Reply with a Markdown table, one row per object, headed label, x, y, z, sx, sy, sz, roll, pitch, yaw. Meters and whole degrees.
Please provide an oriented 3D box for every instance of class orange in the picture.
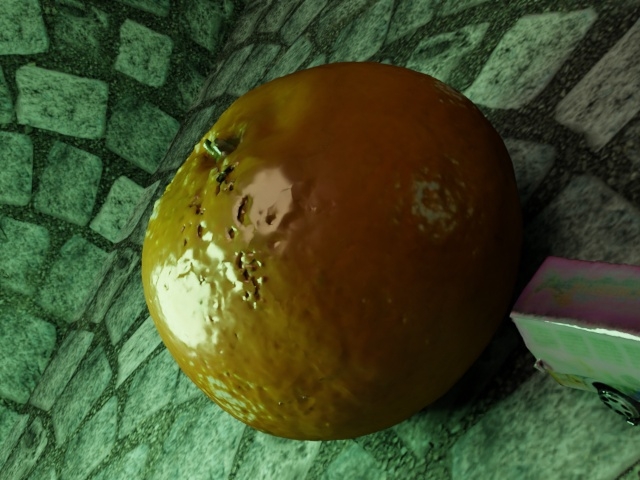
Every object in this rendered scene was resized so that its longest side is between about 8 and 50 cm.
| label | x | y | z | sx | sy | sz | roll | pitch | yaw |
| --- | --- | --- | --- | --- | --- | --- | --- | --- | --- |
| orange | 0.000 | 0.000 | 0.904 | 0.424 | 0.326 | 0.424 | -39 | 31 | 28 |

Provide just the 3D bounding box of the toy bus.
| label | x | y | z | sx | sy | sz | roll | pitch | yaw |
| --- | --- | --- | --- | --- | --- | --- | --- | --- | --- |
| toy bus | 0.263 | 0.078 | 0.615 | 0.090 | 0.112 | 0.274 | -53 | 24 | -16 |
